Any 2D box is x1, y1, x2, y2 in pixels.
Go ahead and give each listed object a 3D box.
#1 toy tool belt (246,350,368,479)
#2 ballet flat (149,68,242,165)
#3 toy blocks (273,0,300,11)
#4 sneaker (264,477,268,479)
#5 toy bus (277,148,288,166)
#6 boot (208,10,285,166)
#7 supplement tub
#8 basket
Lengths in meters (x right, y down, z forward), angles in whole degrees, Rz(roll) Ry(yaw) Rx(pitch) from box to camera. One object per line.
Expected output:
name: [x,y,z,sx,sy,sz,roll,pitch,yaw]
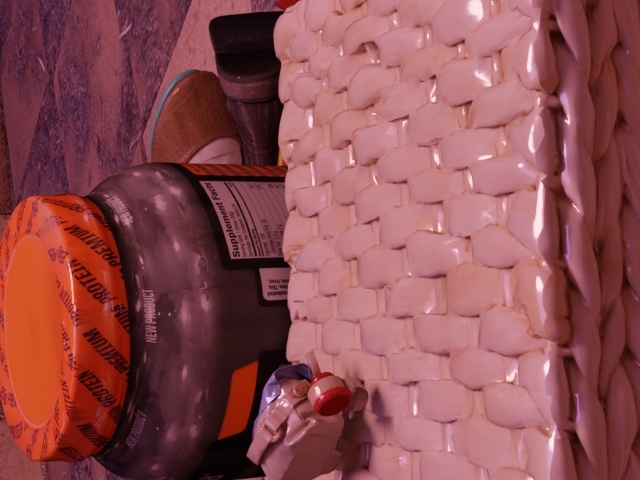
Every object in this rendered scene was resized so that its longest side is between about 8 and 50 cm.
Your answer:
toy tool belt: [-0.012,0.083,0.684,0.051,0.052,0.083,61,146,34]
ballet flat: [-0.151,-0.049,1.648,0.124,0.116,0.342,50,141,27]
toy blocks: [0.000,-0.347,1.131,0.381,0.190,0.261,156,110,-65]
sneaker: [0.011,0.188,1.266,0.121,0.099,0.262,7,117,34]
toy bus: [0.000,-0.013,1.266,0.191,0.104,0.202,128,136,-57]
boot: [-0.061,-0.107,1.415,0.263,0.091,0.229,-86,-9,-61]
supplement tub: [-0.030,0.052,0.902,0.207,0.338,0.207,1,91,61]
basket: [0.148,-0.001,0.701,0.331,0.266,0.328,174,94,-69]
